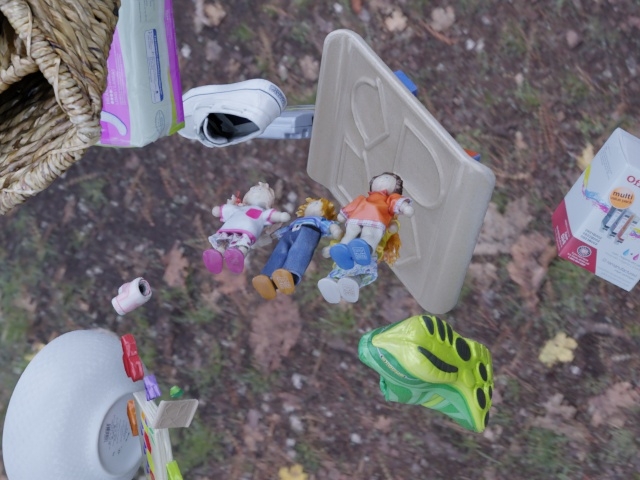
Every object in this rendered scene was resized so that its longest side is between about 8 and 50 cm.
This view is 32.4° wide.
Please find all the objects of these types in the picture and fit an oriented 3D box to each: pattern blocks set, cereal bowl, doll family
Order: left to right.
[{"bbox_3d":[-0.413,0.342,2.020,0.141,0.339,0.339,9,78,28],"label":"cereal bowl"},{"bbox_3d":[-0.273,0.347,1.834,0.285,0.026,0.324,-131,34,-51],"label":"pattern blocks set"},{"bbox_3d":[0.000,0.000,1.274,0.263,0.118,0.163,-2,37,28],"label":"doll family"}]

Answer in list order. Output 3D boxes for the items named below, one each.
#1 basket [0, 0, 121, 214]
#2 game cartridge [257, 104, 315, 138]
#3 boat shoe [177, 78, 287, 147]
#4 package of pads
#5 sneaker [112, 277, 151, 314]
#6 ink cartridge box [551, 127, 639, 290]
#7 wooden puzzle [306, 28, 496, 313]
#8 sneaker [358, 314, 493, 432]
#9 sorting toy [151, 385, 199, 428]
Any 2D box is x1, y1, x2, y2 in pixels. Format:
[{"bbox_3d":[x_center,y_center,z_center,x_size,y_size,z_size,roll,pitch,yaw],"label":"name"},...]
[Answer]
[{"bbox_3d":[-0.340,-0.141,0.922,0.299,0.213,0.223,-28,42,26],"label":"basket"},{"bbox_3d":[-0.037,-0.236,2.169,0.196,0.294,0.060,2,100,37],"label":"game cartridge"},{"bbox_3d":[-0.164,-0.192,1.743,0.258,0.095,0.084,-11,41,50],"label":"boat shoe"},{"bbox_3d":[-0.316,-0.234,1.357,0.297,0.101,0.229,8,115,24],"label":"package of pads"},{"bbox_3d":[-0.350,0.100,2.102,0.070,0.134,0.051,-34,98,7],"label":"sneaker"},{"bbox_3d":[0.443,-0.046,1.607,0.176,0.128,0.127,-59,9,29],"label":"ink cartridge box"},{"bbox_3d":[0.121,-0.105,1.637,0.080,0.322,0.348,-26,57,-26],"label":"wooden puzzle"},{"bbox_3d":[0.147,0.173,1.464,0.124,0.295,0.109,-4,61,31],"label":"sneaker"},{"bbox_3d":[-0.216,0.250,1.659,0.012,0.062,0.083,56,131,45],"label":"sorting toy"}]
